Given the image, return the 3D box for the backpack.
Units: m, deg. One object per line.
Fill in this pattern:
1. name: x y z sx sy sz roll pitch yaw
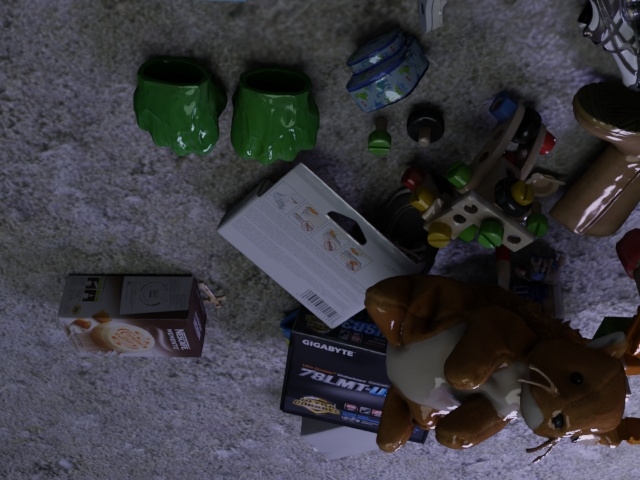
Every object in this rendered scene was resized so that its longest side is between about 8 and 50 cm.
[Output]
1. backpack: 0.086 -0.236 1.504 0.105 0.114 0.084 -23 115 32

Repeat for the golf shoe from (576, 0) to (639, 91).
1. golf shoe: 0.396 -0.286 1.456 0.094 0.077 0.198 1 136 22

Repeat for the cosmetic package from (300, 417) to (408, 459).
1. cosmetic package: 0.088 0.380 2.296 0.238 0.107 0.127 -15 138 27

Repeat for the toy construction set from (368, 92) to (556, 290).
1. toy construction set: 0.243 -0.035 1.623 0.257 0.237 0.309 -15 133 23

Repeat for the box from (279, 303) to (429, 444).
1. box: 0.081 0.256 2.011 0.295 0.073 0.293 13 144 2

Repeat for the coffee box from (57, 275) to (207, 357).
1. coffee box: -0.350 0.144 2.036 0.246 0.098 0.141 0 143 7

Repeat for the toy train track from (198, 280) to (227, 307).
1. toy train track: -0.208 0.106 2.046 0.048 0.014 0.083 -12 138 19

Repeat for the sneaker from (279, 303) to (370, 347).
1. sneaker: 0.028 0.166 2.038 0.240 0.091 0.126 -16 137 25

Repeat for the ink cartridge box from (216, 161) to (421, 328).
1. ink cartridge box: 0.000 0.000 1.796 0.275 0.060 0.239 41 130 -15

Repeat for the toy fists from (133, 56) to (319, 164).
1. toy fists: -0.140 -0.191 1.603 0.279 0.096 0.142 5 132 1

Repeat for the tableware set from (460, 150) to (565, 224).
1. tableware set: 0.303 -0.081 1.756 0.141 0.020 0.169 16 140 -15

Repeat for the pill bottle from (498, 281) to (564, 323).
1. pill bottle: 0.344 0.135 1.950 0.186 0.112 0.112 -6 140 13

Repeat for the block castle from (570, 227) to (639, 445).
1. block castle: 0.605 0.167 1.866 0.303 0.213 0.453 4 139 -7

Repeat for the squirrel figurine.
1. squirrel figurine: 0.315 0.188 1.699 0.370 0.397 0.281 6 104 33

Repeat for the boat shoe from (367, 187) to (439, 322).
1. boat shoe: 0.145 0.047 1.871 0.112 0.095 0.335 7 142 -3

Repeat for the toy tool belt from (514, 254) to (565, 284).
1. toy tool belt: 0.384 0.043 1.890 0.083 0.052 0.051 11 110 -14

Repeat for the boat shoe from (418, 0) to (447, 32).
1. boat shoe: 0.153 -0.325 1.455 0.035 0.035 0.100 -21 139 -12

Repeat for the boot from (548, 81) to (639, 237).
1. boot: 0.427 -0.109 1.641 0.236 0.089 0.269 10 143 -19
